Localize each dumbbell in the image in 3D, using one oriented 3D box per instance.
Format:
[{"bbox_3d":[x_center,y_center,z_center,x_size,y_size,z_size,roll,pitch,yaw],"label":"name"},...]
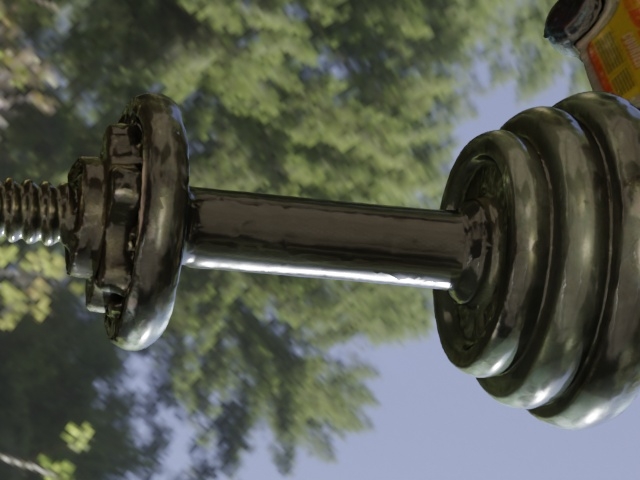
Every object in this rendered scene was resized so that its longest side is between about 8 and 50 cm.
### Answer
[{"bbox_3d":[0.000,0.000,0.579,0.254,0.110,0.110,4,-116,-15],"label":"dumbbell"}]

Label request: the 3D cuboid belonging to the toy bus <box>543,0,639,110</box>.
[{"bbox_3d":[0.188,-0.082,0.947,0.106,0.092,0.268,-39,-149,23],"label":"toy bus"}]
